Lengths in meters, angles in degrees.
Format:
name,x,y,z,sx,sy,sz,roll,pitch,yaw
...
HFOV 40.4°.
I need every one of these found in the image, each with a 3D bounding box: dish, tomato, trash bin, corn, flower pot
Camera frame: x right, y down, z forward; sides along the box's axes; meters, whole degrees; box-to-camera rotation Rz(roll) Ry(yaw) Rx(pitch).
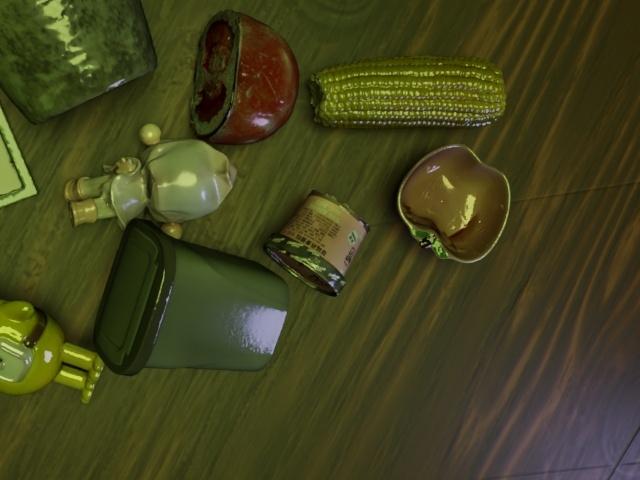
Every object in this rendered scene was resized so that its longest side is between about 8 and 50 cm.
name,x,y,z,sx,sy,sz,roll,pitch,yaw
dish,0.224,-0.064,1.554,0.214,0.090,0.213,0,91,-15
tomato,-0.114,-0.256,1.439,0.155,0.181,0.213,10,91,-28
trash bin,-0.201,0.101,1.369,0.250,0.219,0.219,14,100,-38
corn,0.151,-0.254,1.510,0.345,0.131,0.131,-4,94,-13
flower pot,-0.405,-0.365,1.298,0.294,0.293,0.330,-30,105,-10

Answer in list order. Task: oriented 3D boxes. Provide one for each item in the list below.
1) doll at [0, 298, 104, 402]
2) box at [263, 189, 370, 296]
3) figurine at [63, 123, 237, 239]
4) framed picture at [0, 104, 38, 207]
name,x,y,z,sx,sy,sz,roll,pitch,yaw
doll,-0.514,0.144,1.356,0.363,0.145,0.199,23,126,-11
box,0.000,0.000,1.479,0.151,0.151,0.135,36,76,-12
figurine,-0.274,-0.087,1.412,0.276,0.133,0.200,-14,99,-11
framed picture,-0.616,-0.169,1.386,0.231,0.018,0.293,-22,98,-11
